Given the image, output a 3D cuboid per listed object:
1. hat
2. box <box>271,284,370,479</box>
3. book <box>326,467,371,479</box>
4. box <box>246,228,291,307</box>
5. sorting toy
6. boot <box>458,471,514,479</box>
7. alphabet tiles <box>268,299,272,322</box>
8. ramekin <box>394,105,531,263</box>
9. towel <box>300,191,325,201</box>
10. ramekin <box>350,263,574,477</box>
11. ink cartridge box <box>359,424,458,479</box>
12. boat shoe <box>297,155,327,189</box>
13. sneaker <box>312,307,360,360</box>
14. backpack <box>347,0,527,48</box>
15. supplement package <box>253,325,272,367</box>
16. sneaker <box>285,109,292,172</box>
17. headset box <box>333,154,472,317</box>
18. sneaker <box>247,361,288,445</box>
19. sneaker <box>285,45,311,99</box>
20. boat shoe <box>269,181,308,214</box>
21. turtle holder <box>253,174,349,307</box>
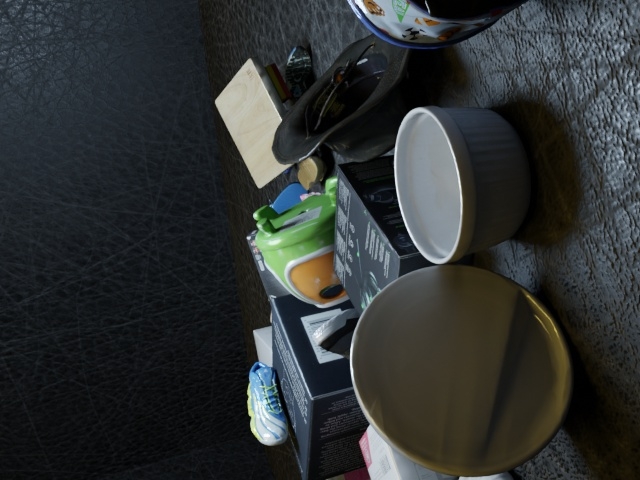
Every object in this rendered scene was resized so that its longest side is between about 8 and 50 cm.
[{"bbox_3d":[0.068,-0.209,1.139,0.134,0.331,0.331,42,179,-23],"label":"hat"},{"bbox_3d":[0.021,0.347,1.662,0.395,0.212,0.293,94,157,-45],"label":"box"},{"bbox_3d":[0.077,0.580,1.765,0.035,0.144,0.096,112,144,-64],"label":"book"},{"bbox_3d":[-0.060,0.066,1.719,0.056,0.183,0.230,-67,-39,-71],"label":"box"},{"bbox_3d":[-0.127,-0.291,1.696,0.257,0.089,0.255,-26,91,60],"label":"sorting toy"},{"bbox_3d":[0.269,0.461,1.113,0.123,0.095,0.258,-115,27,-57],"label":"boot"},{"bbox_3d":[-0.115,0.134,2.187,0.278,0.021,0.284,-163,81,-72],"label":"alphabet tiles"},{"bbox_3d":[0.187,-0.078,0.914,0.207,0.109,0.207,170,90,-75],"label":"ramekin"},{"bbox_3d":[-0.004,-0.052,1.790,0.197,0.029,0.144,-164,62,-73],"label":"towel"},{"bbox_3d":[0.176,0.177,0.896,0.127,0.273,0.272,80,170,-61],"label":"ramekin"},{"bbox_3d":[0.186,0.490,1.350,0.207,0.117,0.282,104,150,-58],"label":"ink cartridge box"},{"bbox_3d":[-0.014,-0.175,1.674,0.063,0.059,0.170,55,166,3],"label":"boat shoe"},{"bbox_3d":[0.103,0.217,1.290,0.101,0.269,0.153,-44,58,21],"label":"sneaker"},{"bbox_3d":[0.114,-0.341,0.728,0.213,0.277,0.263,140,111,-79],"label":"backpack"},{"bbox_3d":[-0.082,0.367,2.116,0.293,0.178,0.175,-164,63,-74],"label":"supplement package"},{"bbox_3d":[-0.109,-0.260,1.921,0.131,0.112,0.296,50,157,-4],"label":"sneaker"},{"bbox_3d":[0.131,0.034,1.170,0.283,0.131,0.246,-120,23,-48],"label":"headset box"},{"bbox_3d":[-0.140,0.391,1.702,0.240,0.091,0.126,-126,29,-59],"label":"sneaker"},{"bbox_3d":[-0.064,-0.413,1.665,0.162,0.064,0.073,107,151,-60],"label":"sneaker"},{"bbox_3d":[-0.117,-0.051,1.927,0.258,0.109,0.089,-60,11,11],"label":"boat shoe"},{"bbox_3d":[-0.014,0.009,1.481,0.227,0.243,0.320,65,162,-13],"label":"turtle holder"}]
